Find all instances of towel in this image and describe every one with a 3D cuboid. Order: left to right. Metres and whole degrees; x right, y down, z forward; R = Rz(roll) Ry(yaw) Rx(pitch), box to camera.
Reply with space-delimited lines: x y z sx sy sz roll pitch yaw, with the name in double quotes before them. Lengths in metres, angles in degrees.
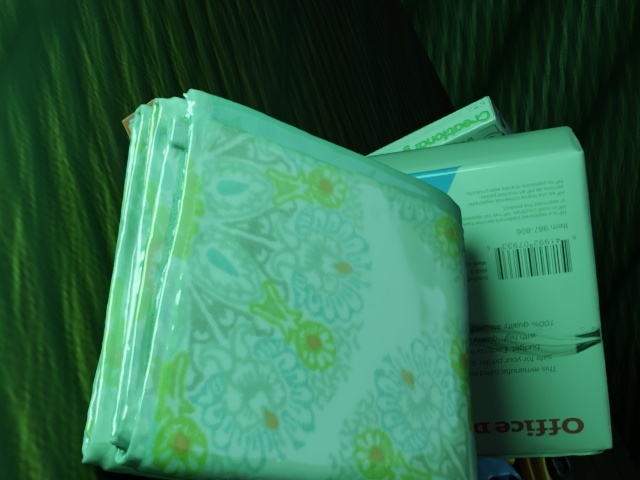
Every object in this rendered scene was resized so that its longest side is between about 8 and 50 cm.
"towel" -0.009 0.063 0.660 0.375 0.090 0.320 18 63 -31

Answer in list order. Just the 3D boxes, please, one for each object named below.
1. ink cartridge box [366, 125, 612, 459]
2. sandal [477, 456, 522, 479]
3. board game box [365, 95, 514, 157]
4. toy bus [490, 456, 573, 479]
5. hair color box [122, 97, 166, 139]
"ink cartridge box" 0.210 0.076 0.962 0.166 0.286 0.394 -55 136 -66
"sandal" 0.153 0.359 0.816 0.126 0.138 0.317 47 42 -40
"board game box" 0.171 -0.097 1.180 0.193 0.305 0.053 37 36 -48
"toy bus" 0.293 0.337 1.211 0.212 0.149 0.220 20 48 -42
"hair color box" -0.137 -0.067 0.795 0.167 0.053 0.093 63 22 2
